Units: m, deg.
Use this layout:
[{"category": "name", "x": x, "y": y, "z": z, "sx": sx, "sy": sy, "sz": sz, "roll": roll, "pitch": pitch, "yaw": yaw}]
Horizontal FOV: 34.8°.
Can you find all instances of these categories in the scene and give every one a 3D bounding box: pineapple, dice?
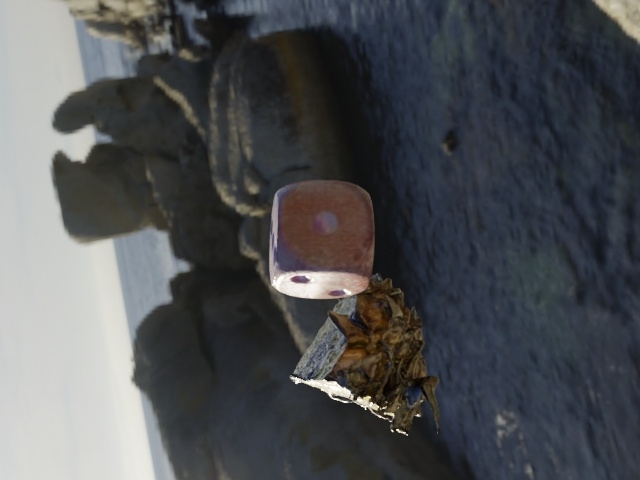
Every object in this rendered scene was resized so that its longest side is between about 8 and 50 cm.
[{"category": "pineapple", "x": 0.073, "y": 0.129, "z": 1.177, "sx": 0.161, "sy": 0.158, "sz": 0.334, "roll": -58, "pitch": -4, "yaw": -13}, {"category": "dice", "x": 0.000, "y": 0.000, "z": 0.961, "sx": 0.091, "sy": 0.094, "sz": 0.093, "roll": 103, "pitch": 169, "yaw": -69}]
